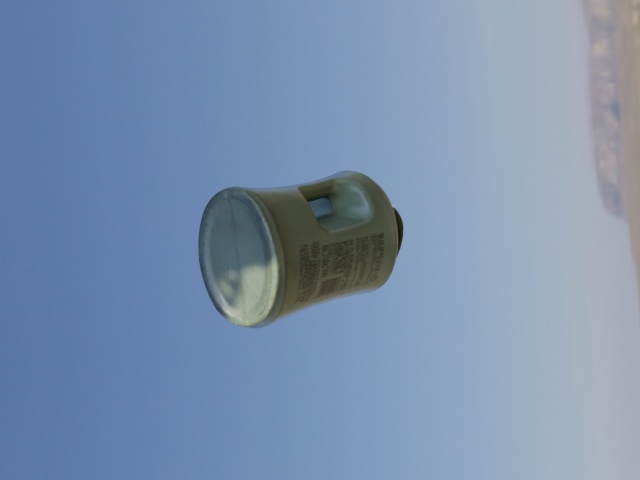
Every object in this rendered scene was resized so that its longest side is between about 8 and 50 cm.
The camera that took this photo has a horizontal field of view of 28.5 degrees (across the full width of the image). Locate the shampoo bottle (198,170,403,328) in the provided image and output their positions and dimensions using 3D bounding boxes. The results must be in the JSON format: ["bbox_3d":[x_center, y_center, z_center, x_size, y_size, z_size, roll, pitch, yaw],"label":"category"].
[{"bbox_3d":[0.000,0.000,1.112,0.234,0.087,0.118,-13,-84,-53],"label":"shampoo bottle"}]
